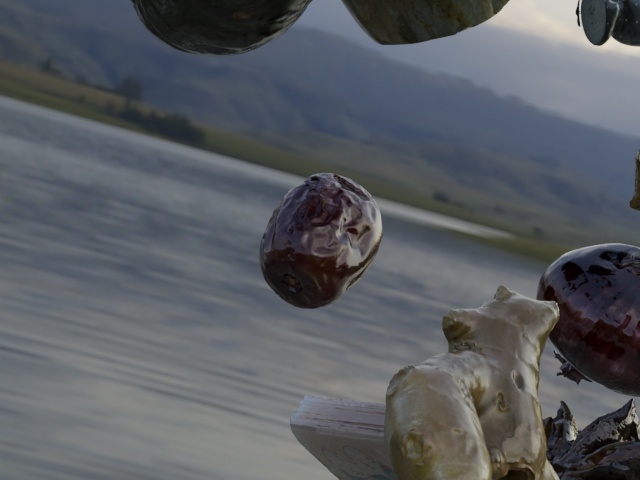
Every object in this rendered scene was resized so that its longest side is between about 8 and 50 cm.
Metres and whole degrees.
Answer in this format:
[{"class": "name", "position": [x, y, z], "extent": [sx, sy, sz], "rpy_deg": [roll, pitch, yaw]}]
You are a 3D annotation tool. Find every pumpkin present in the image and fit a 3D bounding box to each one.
[{"class": "pumpkin", "position": [0.164, -0.449, 2.307], "extent": [0.332, 0.199, 0.332], "rpy_deg": [-13, 33, 8]}, {"class": "pumpkin", "position": [-0.077, -0.246, 1.044], "extent": [0.157, 0.224, 0.223], "rpy_deg": [-4, 11, -28]}]

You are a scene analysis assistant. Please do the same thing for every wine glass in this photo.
[{"class": "wine glass", "position": [0.509, -0.355, 2.225], "extent": [0.204, 0.111, 0.111], "rpy_deg": [-5, 7, -14]}]

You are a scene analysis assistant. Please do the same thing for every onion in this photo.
[{"class": "onion", "position": [0.437, 0.144, 2.177], "extent": [0.273, 0.285, 0.273], "rpy_deg": [25, 30, -15]}]

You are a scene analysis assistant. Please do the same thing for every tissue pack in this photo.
[{"class": "tissue pack", "position": [0.122, 0.277, 1.876], "extent": [0.325, 0.071, 0.170], "rpy_deg": [-2, -41, 47]}]

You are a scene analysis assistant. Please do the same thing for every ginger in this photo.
[{"class": "ginger", "position": [0.161, 0.168, 1.472], "extent": [0.122, 0.348, 0.363], "rpy_deg": [-35, -43, 27]}]

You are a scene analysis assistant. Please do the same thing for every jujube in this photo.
[{"class": "jujube", "position": [0.000, 0.000, 2.326], "extent": [0.183, 0.183, 0.243], "rpy_deg": [16, 45, 18]}]

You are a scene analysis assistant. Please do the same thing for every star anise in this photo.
[{"class": "star anise", "position": [0.317, 0.338, 1.866], "extent": [0.118, 0.331, 0.331], "rpy_deg": [55, -17, -24]}]

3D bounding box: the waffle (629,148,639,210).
[{"class": "waffle", "position": [0.412, -0.061, 1.688], "extent": [0.097, 0.023, 0.153], "rpy_deg": [16, -18, 16]}]
